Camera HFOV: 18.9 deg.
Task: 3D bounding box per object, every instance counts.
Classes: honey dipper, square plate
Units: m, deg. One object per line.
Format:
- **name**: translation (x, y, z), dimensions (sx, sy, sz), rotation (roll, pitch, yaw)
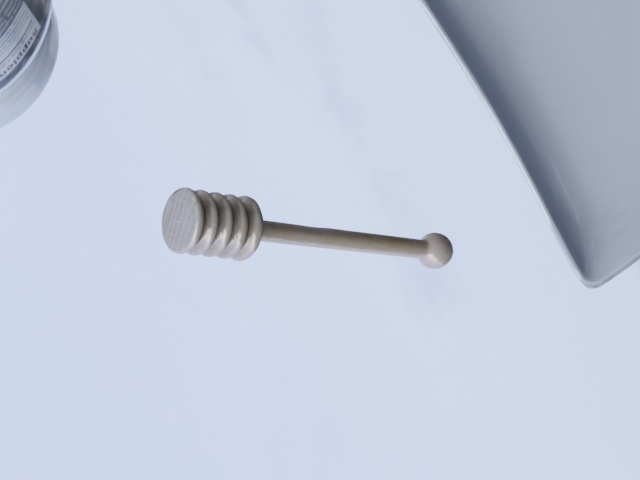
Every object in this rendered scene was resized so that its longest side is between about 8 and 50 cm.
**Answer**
- **honey dipper**: translation (0.000, 0.000, 0.892), dimensions (0.160, 0.030, 0.030), rotation (8, -130, -38)
- **square plate**: translation (0.261, -0.195, 1.539), dimensions (0.347, 0.344, 0.049), rotation (58, 170, -16)

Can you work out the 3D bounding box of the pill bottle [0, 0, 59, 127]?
- **pill bottle**: translation (-0.253, -0.165, 1.155), dimensions (0.278, 0.162, 0.162), rotation (65, 179, -75)
